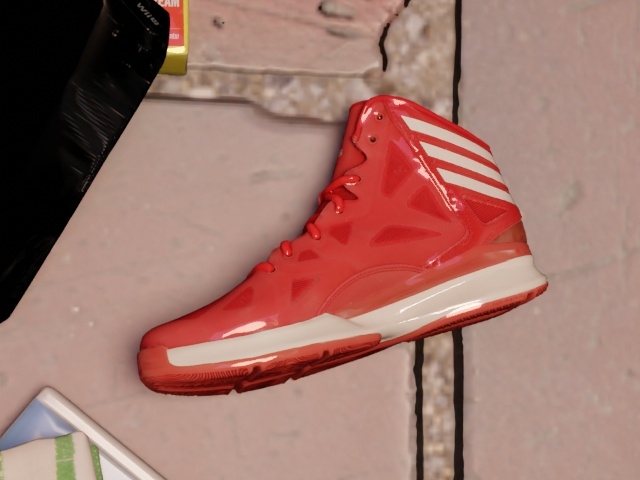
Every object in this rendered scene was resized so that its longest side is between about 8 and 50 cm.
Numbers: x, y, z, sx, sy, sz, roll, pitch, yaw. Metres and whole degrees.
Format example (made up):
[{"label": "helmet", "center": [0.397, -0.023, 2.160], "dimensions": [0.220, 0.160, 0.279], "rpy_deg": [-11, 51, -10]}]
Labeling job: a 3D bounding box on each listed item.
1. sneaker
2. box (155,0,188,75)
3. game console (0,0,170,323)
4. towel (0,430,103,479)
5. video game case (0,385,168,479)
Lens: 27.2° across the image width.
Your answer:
[{"label": "sneaker", "center": [0.000, 0.000, 0.694], "dimensions": [0.221, 0.087, 0.128], "rpy_deg": [-13, 79, -21]}, {"label": "box", "center": [-0.113, -0.205, 0.695], "dimensions": [0.087, 0.058, 0.232], "rpy_deg": [0, 86, -8]}, {"label": "game console", "center": [-0.268, -0.116, 0.646], "dimensions": [0.361, 0.044, 0.213], "rpy_deg": [34, 102, 0]}, {"label": "towel", "center": [-0.239, 0.228, 0.577], "dimensions": [0.325, 0.038, 0.248], "rpy_deg": [-16, 53, -2]}, {"label": "video game case", "center": [-0.121, 0.215, 0.677], "dimensions": [0.212, 0.023, 0.193], "rpy_deg": [40, 81, -3]}]
